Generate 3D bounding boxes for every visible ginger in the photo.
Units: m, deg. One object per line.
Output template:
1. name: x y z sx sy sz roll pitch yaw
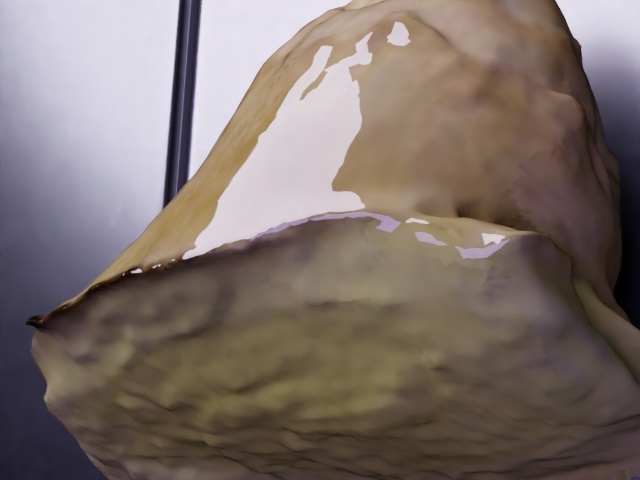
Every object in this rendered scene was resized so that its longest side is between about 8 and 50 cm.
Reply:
1. ginger: -0.003 0.003 0.417 0.193 0.115 0.123 -19 52 36
